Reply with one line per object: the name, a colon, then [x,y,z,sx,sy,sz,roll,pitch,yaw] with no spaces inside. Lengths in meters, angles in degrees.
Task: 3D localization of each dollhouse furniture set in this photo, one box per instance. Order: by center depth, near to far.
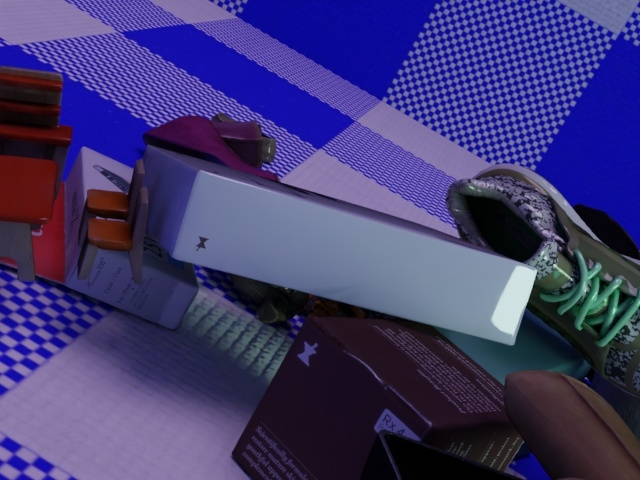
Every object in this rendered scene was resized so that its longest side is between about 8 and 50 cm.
dollhouse furniture set: [-0.309,-0.073,1.109,0.262,0.135,0.259,5,24,-14]

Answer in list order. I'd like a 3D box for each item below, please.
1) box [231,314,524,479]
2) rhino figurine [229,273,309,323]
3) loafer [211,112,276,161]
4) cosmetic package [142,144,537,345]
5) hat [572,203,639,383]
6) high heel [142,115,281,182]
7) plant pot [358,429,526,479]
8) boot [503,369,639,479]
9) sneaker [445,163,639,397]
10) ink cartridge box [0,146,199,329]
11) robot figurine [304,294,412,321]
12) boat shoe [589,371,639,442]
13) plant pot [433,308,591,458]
box: [0.064,0.186,1.046,0.203,0.167,0.168,8,26,-50]
rhino figurine: [-0.106,0.012,1.392,0.243,0.073,0.106,46,9,21]
loafer: [-0.137,-0.201,2.034,0.148,0.050,0.056,34,17,15]
cosmetic package: [0.000,0.000,1.189,0.377,0.098,0.284,15,6,-21]
hat: [0.390,0.114,1.707,0.133,0.331,0.331,-11,30,-12]
high heel: [-0.156,-0.065,1.596,0.181,0.127,0.377,-5,31,-11]
plant pot: [0.102,0.285,0.827,0.188,0.167,0.187,24,17,-21]
boot: [0.200,0.185,0.857,0.236,0.089,0.269,34,13,-25]
sneaker: [0.288,0.055,1.246,0.410,0.158,0.182,39,17,26]
ink cartridge box: [-0.285,-0.032,1.281,0.261,0.066,0.296,24,18,-23]
robot figurine: [0.071,0.079,1.512,0.211,0.085,0.291,38,18,26]
boat shoe: [0.434,0.271,1.380,0.156,0.187,0.500,18,11,6]
plant pot: [0.188,0.169,1.325,0.165,0.165,0.234,38,24,27]
